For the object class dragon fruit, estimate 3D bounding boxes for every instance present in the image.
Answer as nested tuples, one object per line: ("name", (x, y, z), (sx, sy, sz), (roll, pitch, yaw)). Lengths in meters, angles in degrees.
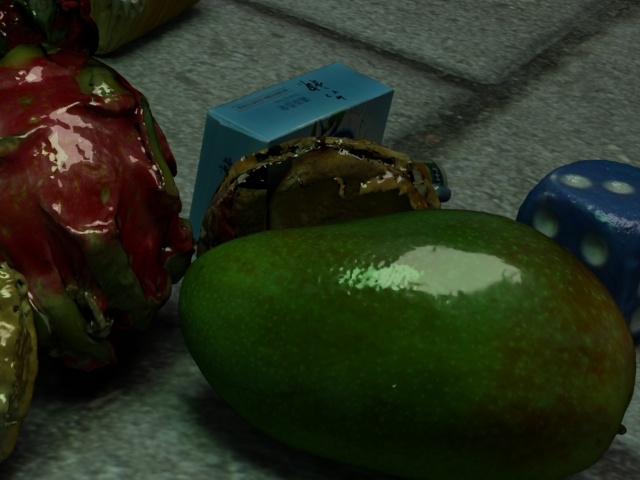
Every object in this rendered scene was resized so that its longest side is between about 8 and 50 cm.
("dragon fruit", (-0.338, -0.237, 1.777), (0.182, 0.182, 0.189), (0, 40, -23))
("dragon fruit", (-0.229, -0.029, 1.379), (0.231, 0.237, 0.303), (-24, 58, -15))

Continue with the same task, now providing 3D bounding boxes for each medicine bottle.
("medicine bottle", (0.073, -0.057, 1.652), (0.092, 0.061, 0.220), (8, 5, 29))

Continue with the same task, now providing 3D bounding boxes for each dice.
("dice", (0.284, 0.010, 1.607), (0.146, 0.143, 0.146), (-17, 36, -41))

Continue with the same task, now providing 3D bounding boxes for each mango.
("mango", (0.072, 0.079, 1.313), (0.381, 0.225, 0.201), (12, 1, -1))

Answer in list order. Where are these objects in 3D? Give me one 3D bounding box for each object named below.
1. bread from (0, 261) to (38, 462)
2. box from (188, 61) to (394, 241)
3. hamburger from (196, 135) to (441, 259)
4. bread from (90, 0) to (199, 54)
("bread", (-0.333, 0.082, 1.190), (0.245, 0.121, 0.174), (3, 68, -8))
("box", (-0.029, -0.082, 1.640), (0.083, 0.143, 0.232), (27, 31, 24))
("hamburger", (0.000, 0.000, 1.425), (0.231, 0.231, 0.107), (8, 26, -9))
("bread", (-0.244, -0.329, 2.035), (0.152, 0.119, 0.288), (25, 30, 14))
